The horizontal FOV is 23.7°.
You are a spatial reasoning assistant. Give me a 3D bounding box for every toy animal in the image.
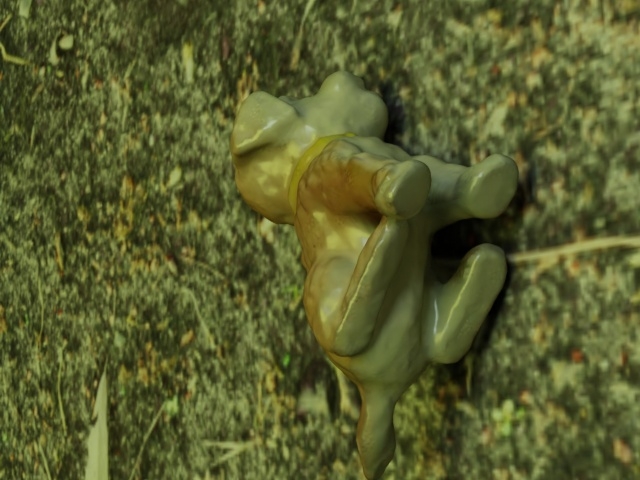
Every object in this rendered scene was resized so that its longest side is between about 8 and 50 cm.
[{"bbox_3d":[0.004,0.009,0.827,0.185,0.104,0.184,35,116,46],"label":"toy animal"}]
